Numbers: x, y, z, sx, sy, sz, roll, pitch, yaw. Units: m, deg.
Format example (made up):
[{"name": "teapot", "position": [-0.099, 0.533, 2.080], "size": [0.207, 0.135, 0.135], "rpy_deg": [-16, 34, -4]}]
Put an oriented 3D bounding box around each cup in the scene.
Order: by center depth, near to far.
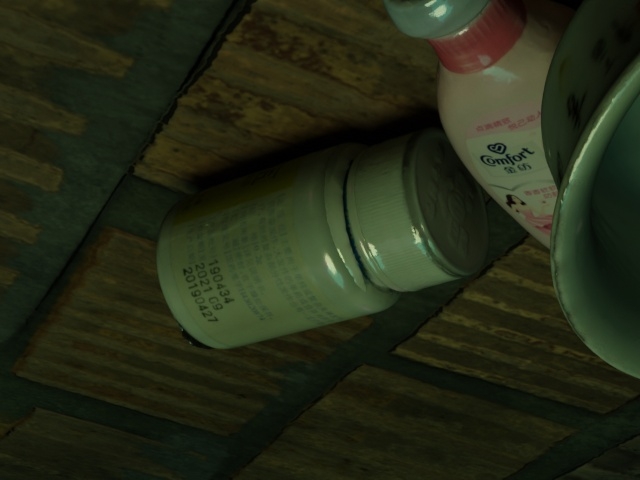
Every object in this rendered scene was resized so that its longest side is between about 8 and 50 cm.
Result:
[{"name": "cup", "position": [0.281, -0.084, 0.805], "size": [0.347, 0.163, 0.347], "rpy_deg": [-9, 131, -10]}]

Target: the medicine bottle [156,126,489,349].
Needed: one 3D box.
[{"name": "medicine bottle", "position": [0.000, 0.000, 1.060], "size": [0.258, 0.143, 0.143], "rpy_deg": [-15, 142, 32]}]

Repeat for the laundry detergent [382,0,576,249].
[{"name": "laundry detergent", "position": [0.163, -0.096, 0.928], "size": [0.159, 0.088, 0.335], "rpy_deg": [-22, 137, 27]}]
